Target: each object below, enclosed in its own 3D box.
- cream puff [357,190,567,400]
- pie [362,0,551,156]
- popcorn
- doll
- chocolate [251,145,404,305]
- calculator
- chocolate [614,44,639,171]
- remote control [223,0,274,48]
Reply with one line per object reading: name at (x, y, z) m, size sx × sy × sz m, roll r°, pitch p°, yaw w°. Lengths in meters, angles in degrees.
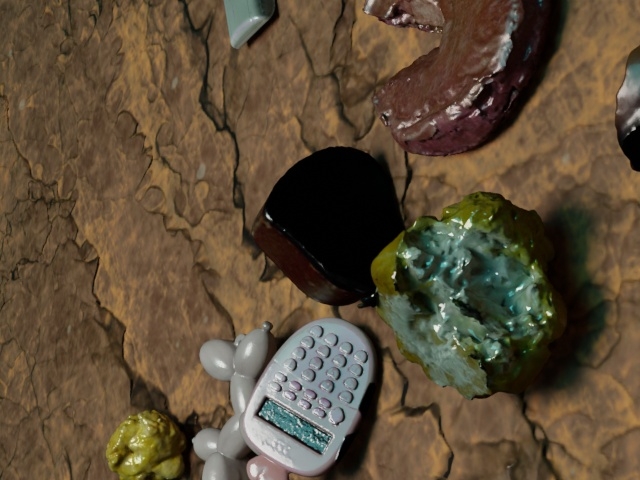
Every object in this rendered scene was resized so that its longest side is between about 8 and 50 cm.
cream puff at (0.121, 0.039, 1.160) m, size 0.121 × 0.156 × 0.156 m, roll 68°, pitch -157°, yaw -76°
pie at (0.108, -0.183, 1.274) m, size 0.204 × 0.054 × 0.218 m, roll -40°, pitch 52°, yaw 42°
popcorn at (-0.172, 0.207, 1.554) m, size 0.084 × 0.084 × 0.084 m, roll -18°, pitch 67°, yaw 51°
doll at (-0.073, 0.160, 1.433) m, size 0.161 × 0.059 × 0.160 m, roll -56°, pitch 43°, yaw 31°
chocolate at (0.000, 0.000, 1.335) m, size 0.080 × 0.125 × 0.148 m, roll 124°, pitch 137°, yaw -54°
calculator at (-0.011, 0.145, 1.334) m, size 0.103 × 0.024 × 0.166 m, roll 29°, pitch 88°, yaw 24°
chocolate at (0.244, -0.111, 1.012) m, size 0.124 × 0.127 × 0.133 m, roll 128°, pitch 149°, yaw -57°
remote control at (-0.081, -0.281, 1.579) m, size 0.065 × 0.029 × 0.166 m, roll -39°, pitch 52°, yaw 44°
